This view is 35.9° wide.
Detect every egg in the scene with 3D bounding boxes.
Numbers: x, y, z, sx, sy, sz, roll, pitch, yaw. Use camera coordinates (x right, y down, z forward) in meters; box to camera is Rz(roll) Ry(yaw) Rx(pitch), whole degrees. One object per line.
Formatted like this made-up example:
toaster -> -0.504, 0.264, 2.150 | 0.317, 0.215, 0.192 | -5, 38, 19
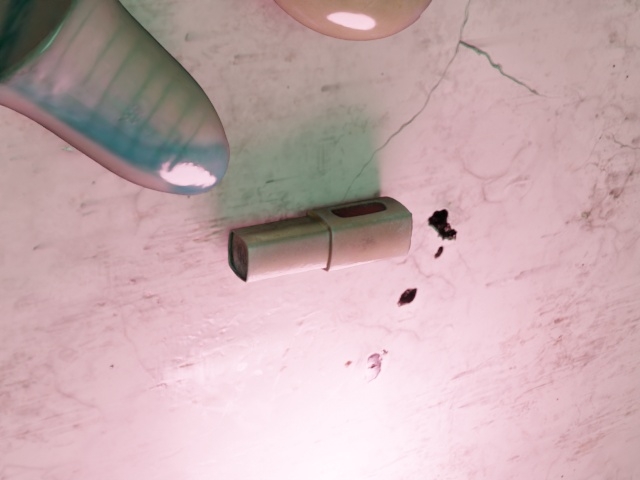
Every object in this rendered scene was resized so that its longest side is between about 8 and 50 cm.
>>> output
egg -> 0.023, -0.325, 1.125 | 0.217, 0.183, 0.183 | 9, 108, -46

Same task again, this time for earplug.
earplug -> -0.219, -0.153, 1.079 | 0.185, 0.185, 0.324 | -51, 137, -2

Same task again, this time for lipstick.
lipstick -> 0.000, 0.000, 1.343 | 0.253, 0.079, 0.077 | -11, 120, -27
